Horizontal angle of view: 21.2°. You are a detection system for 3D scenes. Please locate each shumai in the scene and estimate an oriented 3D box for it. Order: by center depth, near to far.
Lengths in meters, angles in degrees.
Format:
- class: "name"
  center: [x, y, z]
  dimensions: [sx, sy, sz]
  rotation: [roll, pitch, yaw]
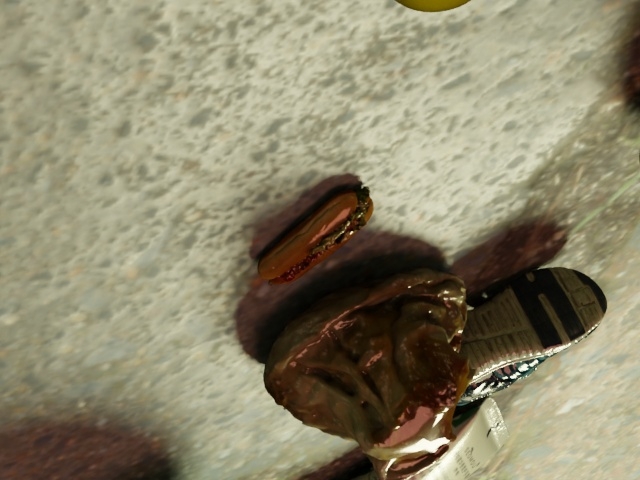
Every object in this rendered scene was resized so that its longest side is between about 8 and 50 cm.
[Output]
- class: "shumai"
  center: [0.041, 0.092, 1.071]
  dimensions: [0.146, 0.116, 0.145]
  rotation: [-22, 151, -13]

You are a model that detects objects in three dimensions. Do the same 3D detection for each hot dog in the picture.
- class: "hot dog"
  center: [0.000, 0.000, 0.993]
  dimensions: [0.083, 0.021, 0.037]
  rotation: [-41, 149, 22]

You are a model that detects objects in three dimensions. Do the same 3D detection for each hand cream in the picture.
- class: "hand cream"
  center: [0.026, 0.212, 1.311]
  dimensions: [0.276, 0.059, 0.095]
  rotation: [-33, 149, -4]

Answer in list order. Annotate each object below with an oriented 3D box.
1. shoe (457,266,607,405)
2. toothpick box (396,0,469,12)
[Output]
- class: "shoe"
  center: [0.130, 0.070, 1.168]
  dimensions: [0.143, 0.064, 0.071]
  rotation: [-26, 149, -1]
- class: "toothpick box"
  center: [0.099, -0.219, 0.597]
  dimensions: [0.271, 0.175, 0.175]
  rotation: [-34, 150, 1]
